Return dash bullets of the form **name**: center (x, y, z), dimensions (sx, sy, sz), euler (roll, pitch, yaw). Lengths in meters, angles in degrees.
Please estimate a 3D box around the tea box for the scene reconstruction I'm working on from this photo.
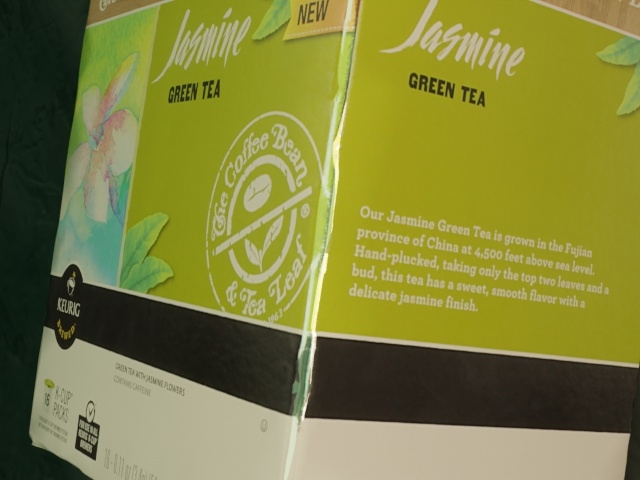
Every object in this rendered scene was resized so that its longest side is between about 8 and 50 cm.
- **tea box**: center (0.000, 0.000, 0.638), dimensions (0.329, 0.220, 0.324), euler (4, 85, 57)
